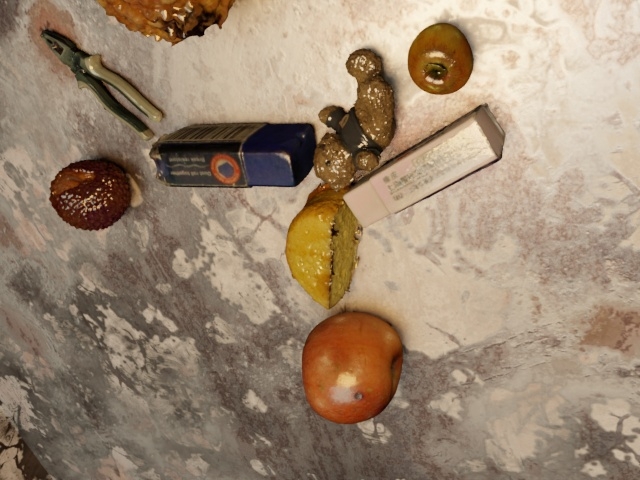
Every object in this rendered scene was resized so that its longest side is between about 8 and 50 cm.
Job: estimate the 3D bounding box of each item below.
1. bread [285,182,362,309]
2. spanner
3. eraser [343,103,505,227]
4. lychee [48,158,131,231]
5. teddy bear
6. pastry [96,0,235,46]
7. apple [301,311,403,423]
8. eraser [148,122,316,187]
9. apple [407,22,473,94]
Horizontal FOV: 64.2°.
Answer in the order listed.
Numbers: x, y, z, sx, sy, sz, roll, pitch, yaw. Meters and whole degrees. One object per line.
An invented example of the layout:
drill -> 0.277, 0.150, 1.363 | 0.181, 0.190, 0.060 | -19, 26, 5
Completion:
bread -> 0.001, 0.002, 1.092 | 0.147, 0.160, 0.261 | 18, 131, 21
spanner -> -0.501, -0.360, 1.162 | 0.324, 0.040, 0.095 | 41, 126, -5
eraser -> 0.188, -0.134, 0.943 | 0.287, 0.130, 0.086 | -28, 103, 35
lychee -> -0.564, -0.103, 1.267 | 0.188, 0.188, 0.188 | 11, 123, 17
teddy bear -> 0.076, -0.208, 0.955 | 0.129, 0.182, 0.251 | 11, 131, -27
pastry -> -0.256, -0.538, 0.796 | 0.405, 0.292, 0.337 | 49, 128, 10
apple -> 0.078, 0.289, 1.169 | 0.253, 0.253, 0.254 | 11, 123, 17
eraser -> -0.180, -0.180, 1.063 | 0.331, 0.155, 0.102 | 4, 123, 20
apple -> 0.204, -0.305, 0.854 | 0.114, 0.102, 0.099 | 33, 140, -7
